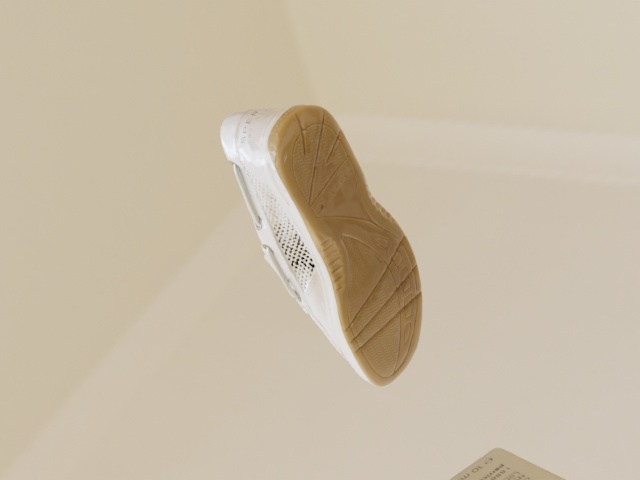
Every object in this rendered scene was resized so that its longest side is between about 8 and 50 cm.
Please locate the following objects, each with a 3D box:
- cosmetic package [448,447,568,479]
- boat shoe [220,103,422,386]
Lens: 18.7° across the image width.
[{"bbox_3d":[0.148,0.232,1.002,0.129,0.153,0.296,-34,-160,-17],"label":"cosmetic package"},{"bbox_3d":[0.000,0.000,1.566,0.096,0.277,0.098,11,-134,41],"label":"boat shoe"}]
